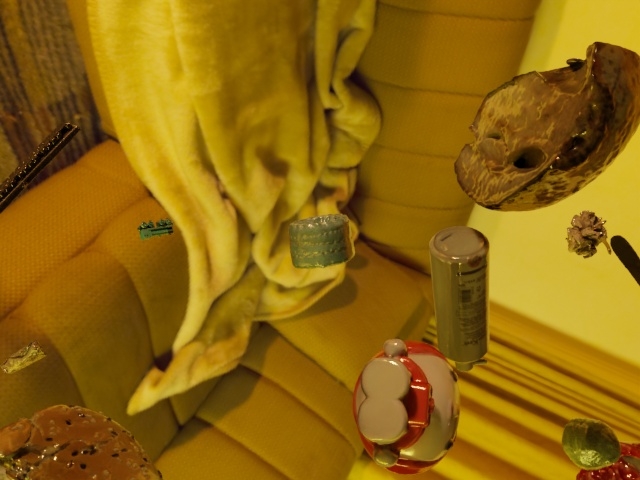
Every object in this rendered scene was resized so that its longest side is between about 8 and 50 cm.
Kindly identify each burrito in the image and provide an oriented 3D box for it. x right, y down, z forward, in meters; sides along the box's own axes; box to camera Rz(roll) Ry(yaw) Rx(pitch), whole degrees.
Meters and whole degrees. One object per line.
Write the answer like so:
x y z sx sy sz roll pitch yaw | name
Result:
-0.688 0.271 1.403 0.149 0.041 0.055 -29 165 24 | burrito

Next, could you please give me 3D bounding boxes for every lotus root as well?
0.292 -0.124 0.757 0.314 0.142 0.210 -103 -148 -76 | lotus root

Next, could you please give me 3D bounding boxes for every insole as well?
0.606 0.097 1.086 0.005 0.253 0.086 -28 166 -5 | insole

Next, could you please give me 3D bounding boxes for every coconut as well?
0.449 0.340 1.007 0.087 0.088 0.096 -57 -171 -28 | coconut

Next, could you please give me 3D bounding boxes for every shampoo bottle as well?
0.217 0.106 0.926 0.085 0.085 0.262 -50 140 -42 | shampoo bottle

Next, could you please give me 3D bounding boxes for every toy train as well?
-0.396 -0.028 1.451 0.092 0.045 0.029 -11 169 -40 | toy train

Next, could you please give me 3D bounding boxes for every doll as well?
0.107 0.200 0.732 0.290 0.130 0.160 41 50 -64 | doll

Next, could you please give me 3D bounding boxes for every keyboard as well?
-0.592 -0.113 1.165 0.317 0.106 0.027 -52 125 -14 | keyboard

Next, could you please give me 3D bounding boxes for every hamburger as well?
-0.289 0.332 0.733 0.192 0.288 0.167 -25 144 -60 | hamburger

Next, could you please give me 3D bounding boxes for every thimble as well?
0.000 0.000 1.848 0.235 0.199 0.143 -147 -131 -80 | thimble

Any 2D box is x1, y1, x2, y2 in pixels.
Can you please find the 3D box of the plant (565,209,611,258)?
0.668 -0.011 1.472 0.105 0.122 0.116 19 95 -30 | plant

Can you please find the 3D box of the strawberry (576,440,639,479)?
0.740 0.635 1.437 0.345 0.318 0.295 99 -19 -65 | strawberry
